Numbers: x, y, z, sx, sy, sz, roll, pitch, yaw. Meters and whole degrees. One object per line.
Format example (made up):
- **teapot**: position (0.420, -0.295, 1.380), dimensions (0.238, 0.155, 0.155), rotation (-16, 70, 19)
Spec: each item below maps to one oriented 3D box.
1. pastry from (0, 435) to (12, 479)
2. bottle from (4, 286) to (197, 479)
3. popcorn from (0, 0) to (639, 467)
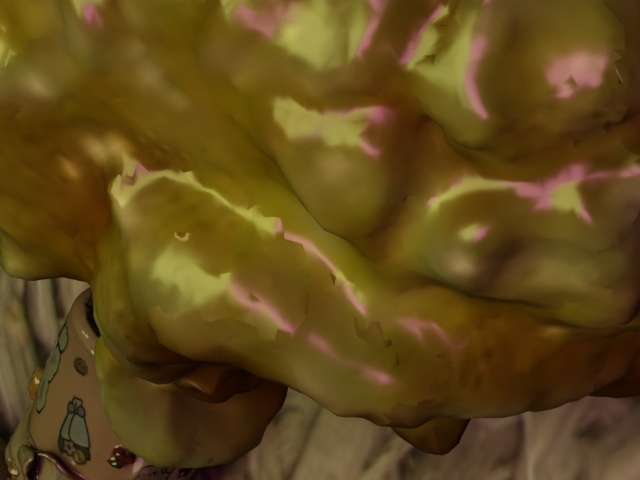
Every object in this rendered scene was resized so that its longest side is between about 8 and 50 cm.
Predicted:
- **pastry**: position (-0.211, 0.168, 1.012), dimensions (0.156, 0.092, 0.156), rotation (-1, 89, 46)
- **bottle**: position (-0.105, 0.103, 0.901), dimensions (0.099, 0.099, 0.152), rotation (50, 123, 37)
- **popcorn**: position (0.022, -0.068, 0.641), dimensions (0.335, 0.279, 0.274), rotation (11, 138, 45)
